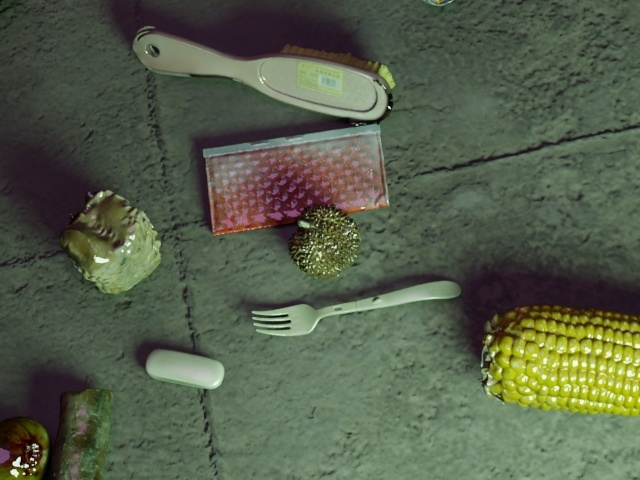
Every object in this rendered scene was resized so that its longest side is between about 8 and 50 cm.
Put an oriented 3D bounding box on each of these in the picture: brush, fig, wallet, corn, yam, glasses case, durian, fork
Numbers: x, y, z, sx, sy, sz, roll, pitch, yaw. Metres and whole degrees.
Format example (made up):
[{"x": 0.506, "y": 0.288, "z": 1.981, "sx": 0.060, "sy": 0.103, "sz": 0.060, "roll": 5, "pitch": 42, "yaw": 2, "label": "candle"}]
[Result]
[{"x": -0.060, "y": -0.194, "z": 1.961, "sx": 0.313, "sy": 0.072, "sz": 0.067, "roll": 13, "pitch": 39, "yaw": 18, "label": "brush"}, {"x": -0.323, "y": 0.224, "z": 1.803, "sx": 0.098, "sy": 0.082, "sz": 0.084, "roll": -16, "pitch": 75, "yaw": 44, "label": "fig"}, {"x": -0.026, "y": -0.067, "z": 1.916, "sx": 0.197, "sy": 0.020, "sz": 0.103, "roll": -9, "pitch": 64, "yaw": 3, "label": "wallet"}, {"x": 0.309, "y": 0.122, "z": 1.741, "sx": 0.305, "sy": 0.106, "sz": 0.106, "roll": 5, "pitch": 67, "yaw": 9, "label": "corn"}, {"x": -0.241, "y": 0.265, "z": 1.773, "sx": 0.061, "sy": 0.061, "sz": 0.252, "roll": -4, "pitch": 65, "yaw": 6, "label": "yam"}, {"x": -0.141, "y": 0.133, "z": 1.840, "sx": 0.083, "sy": 0.021, "sz": 0.032, "roll": 10, "pitch": 67, "yaw": 12, "label": "glasses case"}, {"x": 0.000, "y": 0.000, "z": 1.846, "sx": 0.080, "sy": 0.091, "sz": 0.080, "roll": -17, "pitch": 59, "yaw": 31, "label": "durian"}, {"x": 0.038, "y": 0.068, "z": 1.849, "sx": 0.219, "sy": 0.028, "sz": 0.034, "roll": -10, "pitch": 58, "yaw": -2, "label": "fork"}]

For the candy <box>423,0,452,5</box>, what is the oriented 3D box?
[{"x": 0.119, "y": -0.343, "z": 2.007, "sx": 0.053, "sy": 0.046, "sz": 0.182, "roll": -8, "pitch": 70, "yaw": 0, "label": "candy"}]

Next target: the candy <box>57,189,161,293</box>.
[{"x": -0.217, "y": 0.003, "z": 1.861, "sx": 0.095, "sy": 0.110, "sz": 0.085, "roll": -43, "pitch": 63, "yaw": -10, "label": "candy"}]
